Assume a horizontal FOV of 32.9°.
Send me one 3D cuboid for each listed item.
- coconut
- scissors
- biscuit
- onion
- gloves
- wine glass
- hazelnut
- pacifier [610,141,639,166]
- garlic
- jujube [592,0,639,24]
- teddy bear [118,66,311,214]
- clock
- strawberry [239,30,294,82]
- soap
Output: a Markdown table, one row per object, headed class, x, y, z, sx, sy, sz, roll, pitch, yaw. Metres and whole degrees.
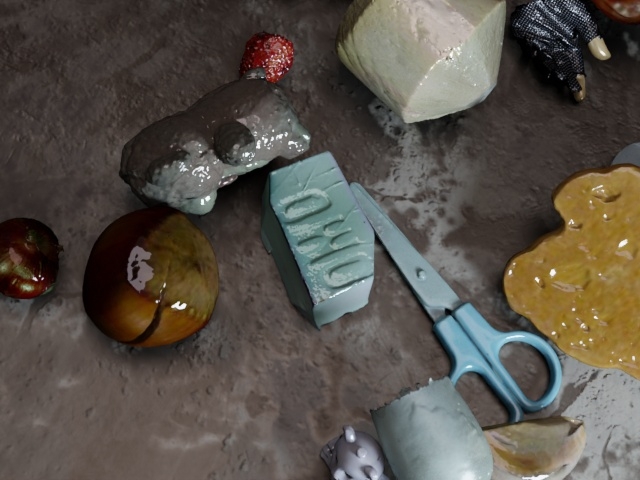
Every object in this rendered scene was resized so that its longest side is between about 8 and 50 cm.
| class | x | y | z | sx | sy | sz | roll | pitch | yaw |
| --- | --- | --- | --- | --- | --- | --- | --- | --- | --- |
| coconut | 0.169 | -0.304 | 1.686 | 0.244 | 0.239 | 0.239 | 39 | 68 | 10 |
| scissors | 0.175 | 0.086 | 1.631 | 0.192 | 0.029 | 0.447 | -32 | 77 | -18 |
| biscuit | 0.456 | 0.044 | 1.608 | 0.351 | 0.057 | 0.312 | 15 | 96 | 6 |
| onion | -0.423 | 0.023 | 1.523 | 0.119 | 0.118 | 0.117 | -3 | 47 | -10 |
| gloves | 0.398 | -0.317 | 1.804 | 0.129 | 0.106 | 0.180 | -19 | 99 | -18 |
| wine glass | 0.183 | 0.339 | 1.437 | 0.143 | 0.143 | 0.321 | -23 | 86 | -16 |
| hazelnut | -0.248 | 0.059 | 1.511 | 0.208 | 0.208 | 0.208 | 3 | 68 | -7 |
| pacifier | 0.595 | -0.096 | 1.660 | 0.287 | 0.226 | 0.238 | -6 | 54 | -8 |
| garlic | 0.294 | 0.304 | 1.526 | 0.196 | 0.087 | 0.101 | -3 | 82 | -15 |
| jujube | 0.558 | -0.517 | 1.805 | 0.276 | 0.276 | 0.377 | 29 | 55 | 3 |
| teddy bear | -0.155 | -0.134 | 1.563 | 0.267 | 0.236 | 0.151 | -38 | 106 | -22 |
| clock | 0.067 | 0.337 | 1.467 | 0.080 | 0.117 | 0.176 | -25 | 75 | -15 |
| strawberry | -0.089 | -0.285 | 1.719 | 0.083 | 0.083 | 0.096 | 24 | 100 | 2 |
| soap | 0.000 | 0.000 | 1.608 | 0.145 | 0.091 | 0.230 | -23 | 72 | -16 |
